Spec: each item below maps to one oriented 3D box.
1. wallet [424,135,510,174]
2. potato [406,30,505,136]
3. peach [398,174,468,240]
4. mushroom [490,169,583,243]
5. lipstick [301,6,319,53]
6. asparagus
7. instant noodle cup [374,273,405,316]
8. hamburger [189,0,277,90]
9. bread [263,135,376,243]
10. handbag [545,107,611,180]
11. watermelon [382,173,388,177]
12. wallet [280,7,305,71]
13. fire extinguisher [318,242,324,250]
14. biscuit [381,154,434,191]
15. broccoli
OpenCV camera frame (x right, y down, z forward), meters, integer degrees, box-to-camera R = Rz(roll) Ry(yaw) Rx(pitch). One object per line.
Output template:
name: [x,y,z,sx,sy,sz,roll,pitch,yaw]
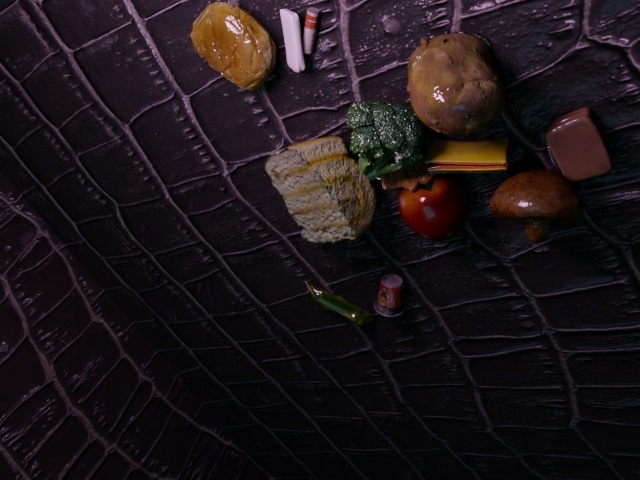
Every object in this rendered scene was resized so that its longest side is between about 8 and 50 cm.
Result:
wallet: [0.449,-0.257,1.738,0.241,0.141,0.067,3,133,22]
potato: [0.361,-0.405,1.590,0.288,0.237,0.301,-6,125,32]
peach: [0.367,-0.104,1.881,0.243,0.200,0.244,21,144,16]
mushroom: [0.650,-0.107,1.727,0.263,0.195,0.283,2,156,20]
lipstick: [-0.032,-0.636,1.733,0.038,0.038,0.131,22,135,8]
asparagus: [0.076,0.278,2.452,0.342,0.085,0.082,26,159,1]
instant noodle cup: [0.279,0.212,2.267,0.127,0.127,0.136,13,125,17]
hamburger: [-0.254,-0.624,1.796,0.309,0.132,0.211,42,137,-10]
bread: [0.016,-0.205,1.947,0.239,0.264,0.395,-3,127,45]
handbag: [0.734,-0.270,1.635,0.151,0.072,0.193,-16,121,37]
watermelon: [0.221,-0.269,1.896,0.081,0.094,0.180,-2,109,33]
wallet: [-0.085,-0.612,1.759,0.095,0.033,0.190,48,153,48]
fire extinguisher: [0.000,0.000,2.286,0.038,0.025,0.083,43,151,45]
biscuit: [0.312,-0.228,1.839,0.250,0.163,0.035,-23,134,6]
broccoli: [0.201,-0.305,1.739,0.294,0.265,0.245,18,118,-46]
